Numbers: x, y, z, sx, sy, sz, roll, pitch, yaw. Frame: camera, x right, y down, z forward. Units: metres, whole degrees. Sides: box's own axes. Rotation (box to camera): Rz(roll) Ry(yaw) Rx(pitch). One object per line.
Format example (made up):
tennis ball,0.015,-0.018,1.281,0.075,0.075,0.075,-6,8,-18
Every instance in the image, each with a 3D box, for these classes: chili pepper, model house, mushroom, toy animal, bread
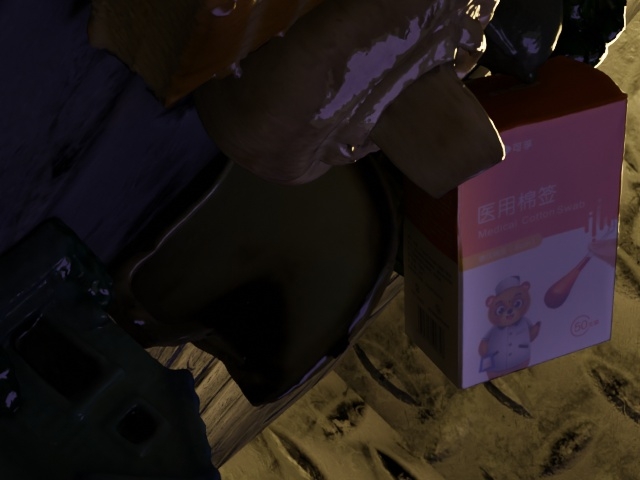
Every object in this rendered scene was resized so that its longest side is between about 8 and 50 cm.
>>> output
chili pepper,0.286,-0.278,1.870,0.174,0.165,0.261,-30,-172,-28
model house,-0.215,0.219,1.239,0.295,0.329,0.252,-42,175,-37
mushroom,0.039,-0.129,1.153,0.254,0.234,0.260,-35,167,-39
toy animal,0.232,-0.306,1.737,0.251,0.125,0.127,-62,148,-21
bread,-0.023,-0.206,0.891,0.239,0.111,0.246,-41,173,-17
mushroom,-0.053,0.035,1.551,0.292,0.217,0.212,-44,175,-17

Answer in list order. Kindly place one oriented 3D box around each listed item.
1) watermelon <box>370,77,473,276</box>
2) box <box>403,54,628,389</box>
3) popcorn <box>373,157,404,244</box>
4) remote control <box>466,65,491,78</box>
watermelon,0.186,-0.070,2.032,0.285,0.285,0.285,-45,172,-8
box,0.221,-0.025,1.804,0.225,0.143,0.341,-16,124,-21
popcorn,0.000,0.000,1.784,0.221,0.183,0.204,-49,170,-36
remote control,0.218,-0.222,2.387,0.245,0.022,0.077,-45,170,-12
